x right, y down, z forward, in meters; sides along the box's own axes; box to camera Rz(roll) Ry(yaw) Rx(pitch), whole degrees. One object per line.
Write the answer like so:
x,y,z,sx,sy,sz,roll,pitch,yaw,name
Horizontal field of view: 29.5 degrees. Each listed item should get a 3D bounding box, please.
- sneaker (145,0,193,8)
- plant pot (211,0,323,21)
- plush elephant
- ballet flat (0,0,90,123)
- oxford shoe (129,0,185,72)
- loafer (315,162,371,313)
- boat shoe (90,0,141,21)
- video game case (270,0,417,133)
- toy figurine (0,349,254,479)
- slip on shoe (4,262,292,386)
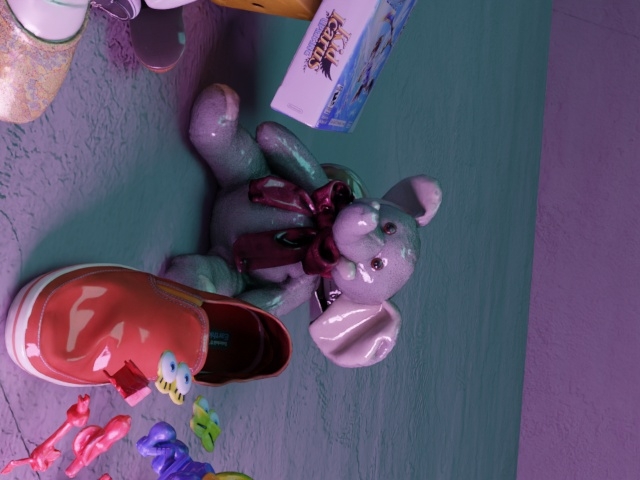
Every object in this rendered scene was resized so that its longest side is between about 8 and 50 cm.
-0.129,-0.367,1.073,0.130,0.323,0.236,-17,84,-24,sneaker
-0.062,-0.363,1.348,0.212,0.212,0.187,29,77,-65,plant pot
0.000,0.000,1.439,0.330,0.256,0.271,44,52,-61,plush elephant
-0.231,-0.275,1.026,0.123,0.123,0.348,24,70,-66,ballet flat
-0.175,-0.278,1.262,0.076,0.076,0.212,163,-72,-82,oxford shoe
0.026,0.012,1.718,0.087,0.094,0.251,-60,145,-56,loafer
-0.223,-0.245,1.154,0.142,0.049,0.040,41,60,-54,boat shoe
0.047,-0.245,1.395,0.244,0.061,0.269,-64,173,8,video game case
-0.114,0.296,1.157,0.191,0.217,0.362,-38,143,-13,toy figurine
-0.158,0.091,1.195,0.331,0.101,0.123,12,83,-46,slip on shoe
